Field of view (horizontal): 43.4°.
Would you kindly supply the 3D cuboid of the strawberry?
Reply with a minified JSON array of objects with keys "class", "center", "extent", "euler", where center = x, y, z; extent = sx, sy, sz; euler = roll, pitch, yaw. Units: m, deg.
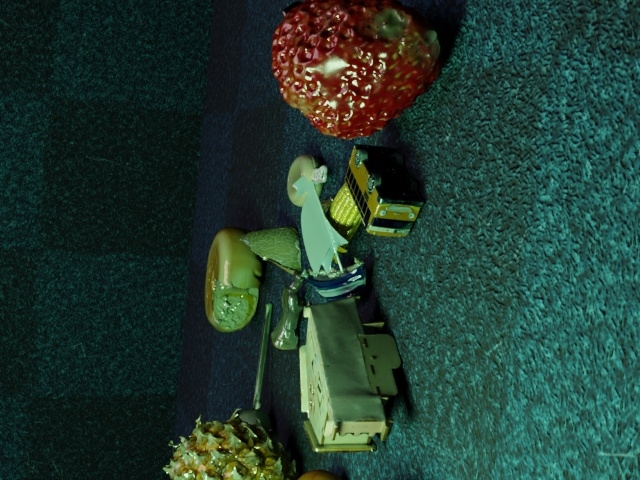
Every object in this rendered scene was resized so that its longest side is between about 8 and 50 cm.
[{"class":"strawberry","center":[0.061,-0.323,1.498],"extent":[0.310,0.291,0.292],"euler":[-129,47,-64]}]

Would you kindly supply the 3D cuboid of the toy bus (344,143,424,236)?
[{"class":"toy bus","center":[0.118,-0.096,1.570],"extent":[0.201,0.098,0.114],"euler":[-110,30,-50]}]

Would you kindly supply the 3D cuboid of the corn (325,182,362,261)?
[{"class":"corn","center":[0.049,-0.046,1.782],"extent":[0.248,0.081,0.081],"euler":[118,150,-50]}]

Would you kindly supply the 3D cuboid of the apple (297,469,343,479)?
[{"class":"apple","center":[-0.004,0.567,1.731],"extent":[0.146,0.146,0.147],"euler":[-176,90,-71]}]

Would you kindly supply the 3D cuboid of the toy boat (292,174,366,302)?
[{"class":"toy boat","center":[0.000,0.000,1.754],"extent":[0.220,0.067,0.291],"euler":[-16,98,57]}]

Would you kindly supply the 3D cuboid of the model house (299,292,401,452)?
[{"class":"model house","center":[0.052,0.303,1.609],"extent":[0.326,0.169,0.244],"euler":[-104,19,-46]}]

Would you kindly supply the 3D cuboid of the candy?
[{"class":"candy","center":[-0.175,0.399,2.339],"extent":[0.119,0.119,0.440],"euler":[148,132,-67]}]

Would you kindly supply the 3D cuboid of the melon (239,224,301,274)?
[{"class":"melon","center":[-0.114,0.015,2.213],"extent":[0.139,0.202,0.093],"euler":[-56,-11,-20]}]

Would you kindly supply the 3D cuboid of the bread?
[{"class":"bread","center":[-0.269,0.118,2.535],"extent":[0.333,0.160,0.333],"euler":[-174,90,-70]}]

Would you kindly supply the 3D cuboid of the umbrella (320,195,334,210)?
[{"class":"umbrella","center":[0.018,-0.092,1.979],"extent":[0.083,0.020,0.031],"euler":[157,115,-63]}]

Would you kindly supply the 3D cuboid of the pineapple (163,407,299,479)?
[{"class":"pineapple","center":[-0.218,0.623,2.012],"extent":[0.300,0.352,0.352],"euler":[-152,68,-68]}]

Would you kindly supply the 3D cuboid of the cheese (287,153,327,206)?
[{"class":"cheese","center":[-0.025,-0.157,2.047],"extent":[0.227,0.064,0.137],"euler":[173,99,-69]}]

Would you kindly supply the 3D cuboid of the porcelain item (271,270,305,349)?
[{"class":"porcelain item","center":[-0.078,0.176,2.113],"extent":[0.081,0.069,0.216],"euler":[-118,36,-63]}]
